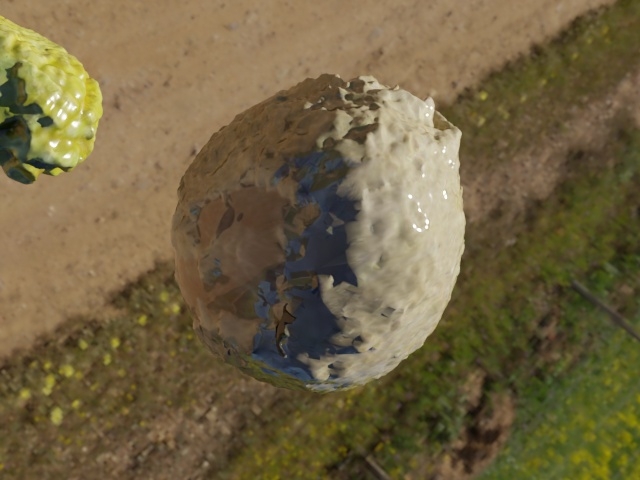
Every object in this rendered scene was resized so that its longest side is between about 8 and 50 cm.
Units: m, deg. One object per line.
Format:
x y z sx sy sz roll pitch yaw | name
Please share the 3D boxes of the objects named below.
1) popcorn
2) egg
-0.425 -0.204 1.390 0.173 0.286 0.225 -58 -163 18 | popcorn
0.000 0.000 0.923 0.279 0.279 0.310 -25 164 -43 | egg
